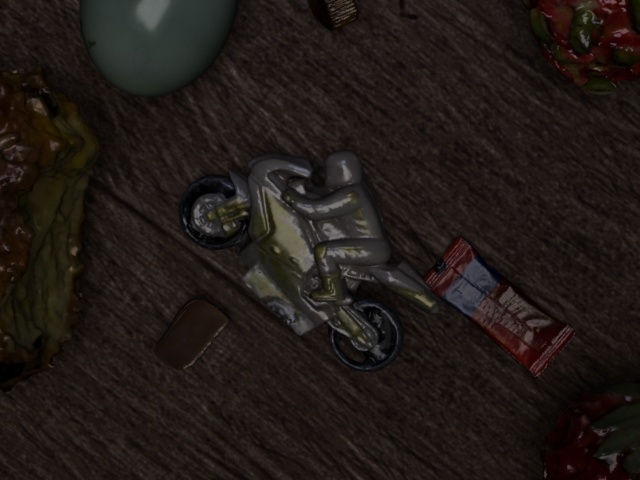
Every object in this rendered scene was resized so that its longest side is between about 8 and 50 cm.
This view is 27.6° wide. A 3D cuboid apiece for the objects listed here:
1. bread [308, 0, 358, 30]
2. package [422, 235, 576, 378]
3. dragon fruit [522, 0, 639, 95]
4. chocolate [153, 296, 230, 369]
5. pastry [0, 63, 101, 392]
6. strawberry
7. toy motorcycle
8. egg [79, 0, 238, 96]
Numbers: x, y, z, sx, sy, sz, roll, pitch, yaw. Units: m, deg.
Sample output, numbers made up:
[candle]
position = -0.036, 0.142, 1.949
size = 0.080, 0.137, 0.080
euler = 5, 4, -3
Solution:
[bread]
position = 0.010, -0.300, 1.600
size = 0.053, 0.085, 0.085
euler = -20, 97, -3
[package]
position = 0.229, 0.087, 1.679
size = 0.200, 0.022, 0.083
euler = 39, 95, -4
[dragon fruit]
position = 0.375, -0.314, 1.527
size = 0.237, 0.231, 0.302
euler = 43, 85, 6
[chocolate]
position = -0.168, 0.118, 1.680
size = 0.064, 0.031, 0.100
euler = 33, 101, -22
[pastry]
position = -0.452, -0.020, 1.537
size = 0.337, 0.292, 0.405
euler = 13, 107, 9
[strawberry]
position = 0.443, 0.335, 1.615
size = 0.317, 0.295, 0.345
euler = -23, 131, -13
[toy motorcycle]
position = 0.000, 0.000, 1.626
size = 0.341, 0.108, 0.223
euler = 42, 102, 2
[egg]
position = -0.187, -0.301, 1.549
size = 0.183, 0.183, 0.264
euler = 17, 91, -2
